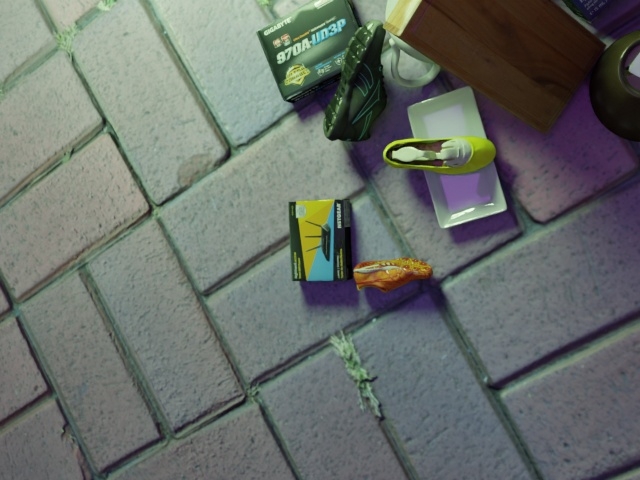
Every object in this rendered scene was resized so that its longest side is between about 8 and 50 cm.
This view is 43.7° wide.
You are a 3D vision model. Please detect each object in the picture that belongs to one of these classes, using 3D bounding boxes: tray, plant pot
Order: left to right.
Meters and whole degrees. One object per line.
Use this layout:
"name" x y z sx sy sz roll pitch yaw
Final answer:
"tray" 0.284 -0.171 1.660 0.145 0.030 0.270 -17 86 21
"tray" 0.329 -0.372 1.457 0.203 0.411 0.076 -58 36 13
"plant pot" 0.592 -0.294 1.433 0.215 0.230 0.215 1 92 21

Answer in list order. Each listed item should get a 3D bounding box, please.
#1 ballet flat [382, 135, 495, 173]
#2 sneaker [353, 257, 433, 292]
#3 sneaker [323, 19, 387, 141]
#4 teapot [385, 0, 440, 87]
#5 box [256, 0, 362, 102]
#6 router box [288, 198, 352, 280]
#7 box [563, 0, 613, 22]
"ballet flat" 0.236 -0.174 1.620 0.231 0.077 0.077 1 92 20
"sneaker" 0.158 0.076 1.710 0.175 0.064 0.067 -3 111 26
"sneaker" 0.091 -0.329 1.674 0.106 0.101 0.267 11 118 -19
"teapot" 0.264 -0.445 1.583 0.256 0.187 0.253 3 73 46
"box" -0.010 -0.427 1.748 0.220 0.051 0.175 -23 85 20
"router box" 0.000 0.000 1.764 0.133 0.046 0.179 -2 92 21
"box" 0.484 -0.539 1.484 0.207 0.108 0.153 40 108 -17
